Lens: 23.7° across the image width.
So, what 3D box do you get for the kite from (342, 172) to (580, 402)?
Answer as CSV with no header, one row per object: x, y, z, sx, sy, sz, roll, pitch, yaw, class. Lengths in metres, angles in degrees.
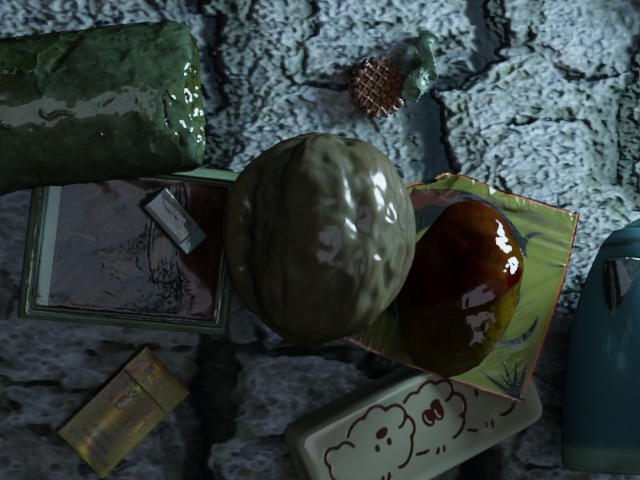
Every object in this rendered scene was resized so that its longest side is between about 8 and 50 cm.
0.196,0.065,2.021,0.377,0.013,0.327,-22,81,-15,kite

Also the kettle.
0.473,0.141,2.088,0.319,0.247,0.342,7,83,-51,kettle

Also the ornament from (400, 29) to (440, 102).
0.137,-0.231,2.007,0.041,0.092,0.068,12,134,14,ornament

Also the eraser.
-0.182,-0.024,1.912,0.038,0.019,0.083,-45,107,-13,eraser

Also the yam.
-0.280,-0.157,1.792,0.300,0.195,0.195,-9,97,-19,yam

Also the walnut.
-0.002,0.000,1.871,0.227,0.273,0.273,4,93,-43,walnut

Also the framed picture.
-0.233,0.005,1.916,0.273,0.016,0.216,5,92,-20,framed picture

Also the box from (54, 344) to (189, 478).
-0.249,0.215,1.922,0.156,0.022,0.089,-43,107,-12,box

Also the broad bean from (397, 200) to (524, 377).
0.176,0.060,1.947,0.156,0.122,0.228,18,71,14,broad bean

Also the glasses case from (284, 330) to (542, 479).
0.126,0.242,2.029,0.336,0.076,0.144,-27,103,-16,glasses case

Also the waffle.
0.075,-0.200,2.004,0.075,0.029,0.083,-21,104,-18,waffle
